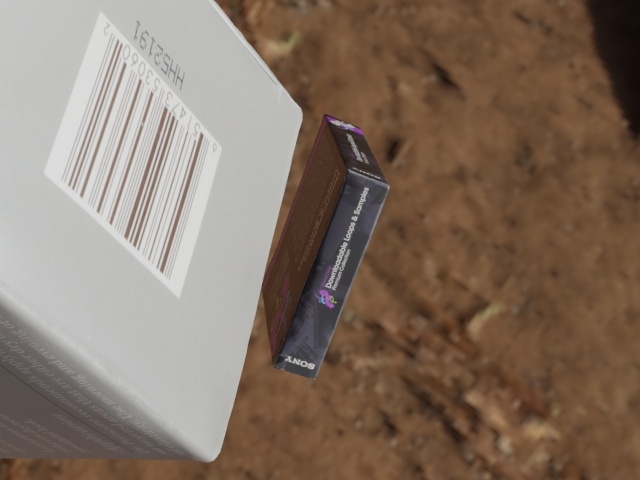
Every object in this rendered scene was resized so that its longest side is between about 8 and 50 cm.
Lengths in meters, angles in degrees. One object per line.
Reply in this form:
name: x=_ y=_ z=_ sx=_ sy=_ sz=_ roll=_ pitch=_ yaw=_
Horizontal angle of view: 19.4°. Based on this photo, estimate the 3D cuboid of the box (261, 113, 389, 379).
box: x=0.000 y=0.000 z=1.057 sx=0.029 sy=0.116 sz=0.162 roll=19 pitch=13 yaw=-7

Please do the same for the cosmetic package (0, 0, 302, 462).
cosmetic package: x=-0.141 y=-0.013 z=0.442 sx=0.127 sy=0.238 sz=0.107 roll=48 pitch=49 yaw=-51
